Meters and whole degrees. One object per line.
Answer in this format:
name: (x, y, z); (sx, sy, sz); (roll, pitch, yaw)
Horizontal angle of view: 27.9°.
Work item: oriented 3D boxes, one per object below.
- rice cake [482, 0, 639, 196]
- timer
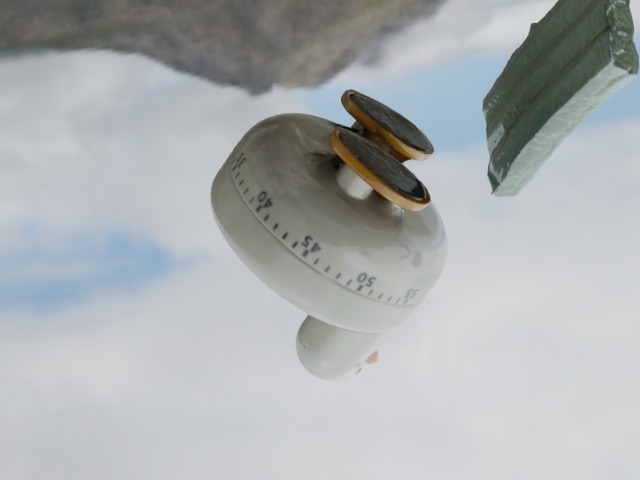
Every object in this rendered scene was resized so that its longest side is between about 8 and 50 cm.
rice cake: (0.208, -0.141, 1.165); (0.043, 0.127, 0.237); (12, 148, -16)
timer: (0.000, 0.000, 1.218); (0.233, 0.240, 0.233); (31, -156, -15)
